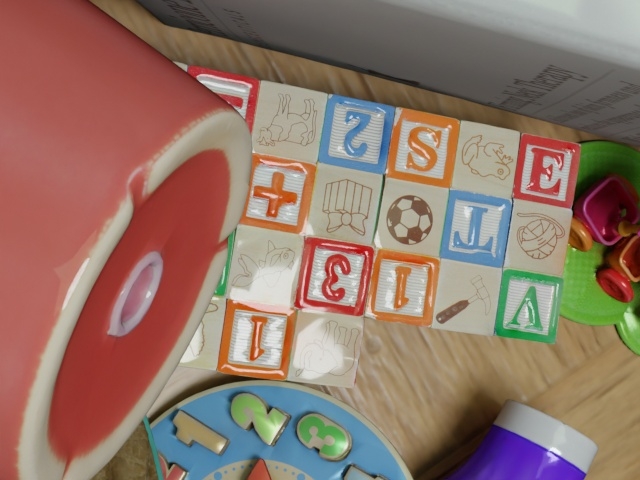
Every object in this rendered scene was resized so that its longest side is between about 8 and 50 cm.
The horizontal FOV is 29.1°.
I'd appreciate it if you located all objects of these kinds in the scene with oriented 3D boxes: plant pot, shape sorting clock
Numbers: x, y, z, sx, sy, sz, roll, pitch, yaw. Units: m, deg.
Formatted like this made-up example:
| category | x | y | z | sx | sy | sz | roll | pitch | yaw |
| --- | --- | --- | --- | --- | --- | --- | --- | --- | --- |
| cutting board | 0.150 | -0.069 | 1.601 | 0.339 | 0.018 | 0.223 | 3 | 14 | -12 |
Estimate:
| category | x | y | z | sx | sy | sz | roll | pitch | yaw |
| --- | --- | --- | --- | --- | --- | --- | --- | --- | --- |
| plant pot | -0.181 | -0.021 | 0.567 | 0.243 | 0.275 | 0.274 | 25 | 83 | 11 |
| shape sorting clock | -0.037 | 0.187 | 0.741 | 0.206 | 0.040 | 0.206 | -2 | 78 | 11 |

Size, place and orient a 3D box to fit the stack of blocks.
| category | x | y | z | sx | sy | sz | roll | pitch | yaw |
| --- | --- | --- | --- | --- | --- | --- | --- | --- | --- |
| stack of blocks | 0.000 | 0.000 | 0.758 | 0.297 | 0.087 | 0.171 | 9 | 88 | -18 |

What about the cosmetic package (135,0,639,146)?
| category | x | y | z | sx | sy | sz | roll | pitch | yaw |
| --- | --- | --- | --- | --- | --- | --- | --- | --- | --- |
| cosmetic package | 0.120 | -0.234 | 0.603 | 0.394 | 0.329 | 0.327 | 15 | 93 | 2 |

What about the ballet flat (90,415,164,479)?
| category | x | y | z | sx | sy | sz | roll | pitch | yaw |
| --- | --- | --- | --- | --- | --- | --- | --- | --- | --- |
| ballet flat | -0.107 | 0.222 | 0.661 | 0.124 | 0.116 | 0.342 | -9 | 70 | -51 |

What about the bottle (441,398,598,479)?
| category | x | y | z | sx | sy | sz | roll | pitch | yaw |
| --- | --- | --- | --- | --- | --- | --- | --- | --- | --- |
| bottle | 0.081 | 0.238 | 0.771 | 0.092 | 0.118 | 0.282 | 35 | 81 | -38 |

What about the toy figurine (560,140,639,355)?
| category | x | y | z | sx | sy | sz | roll | pitch | yaw |
| --- | --- | --- | --- | --- | --- | --- | --- | --- | --- |
| toy figurine | 0.232 | 0.014 | 0.794 | 0.130 | 0.159 | 0.173 | -41 | 103 | -13 |
